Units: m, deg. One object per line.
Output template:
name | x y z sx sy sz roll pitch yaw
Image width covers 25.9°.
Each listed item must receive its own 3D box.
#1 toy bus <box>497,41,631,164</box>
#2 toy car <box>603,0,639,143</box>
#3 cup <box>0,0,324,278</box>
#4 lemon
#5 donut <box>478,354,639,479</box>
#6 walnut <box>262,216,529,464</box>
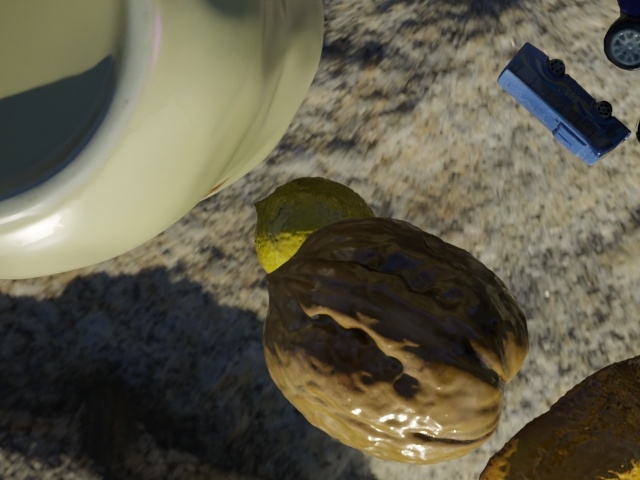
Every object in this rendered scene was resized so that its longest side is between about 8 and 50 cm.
toy bus | 0.265 -0.148 1.522 0.153 0.051 0.061 44 73 5
toy car | 0.399 -0.201 1.439 0.158 0.172 0.235 -16 114 32
cup | -0.130 -0.103 0.502 0.255 0.202 0.173 31 102 3
lemon | 0.000 0.000 1.243 0.133 0.109 0.109 32 104 -12
donut | 0.143 0.127 0.732 0.152 0.152 0.058 -50 58 13
walnut | 0.045 0.065 0.943 0.184 0.155 0.155 29 104 3
